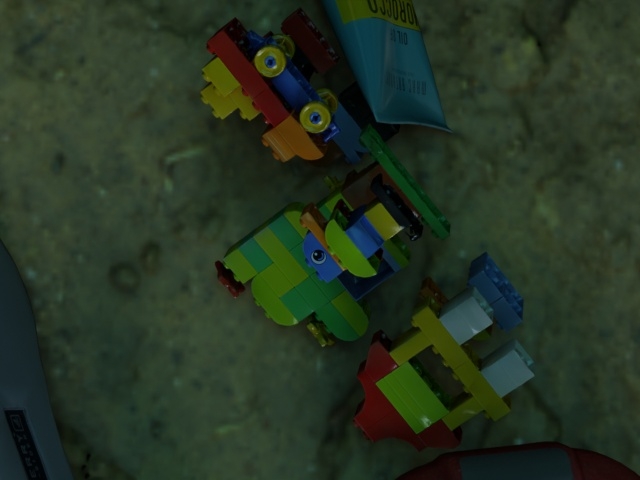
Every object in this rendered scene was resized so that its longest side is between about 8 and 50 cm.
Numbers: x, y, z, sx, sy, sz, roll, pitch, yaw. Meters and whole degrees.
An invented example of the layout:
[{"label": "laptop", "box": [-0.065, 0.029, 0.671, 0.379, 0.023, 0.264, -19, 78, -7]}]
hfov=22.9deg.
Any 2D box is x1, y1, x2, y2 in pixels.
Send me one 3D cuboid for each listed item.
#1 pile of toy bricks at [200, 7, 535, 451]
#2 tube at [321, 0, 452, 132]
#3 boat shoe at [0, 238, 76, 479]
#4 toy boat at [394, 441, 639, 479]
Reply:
[{"label": "pile of toy bricks", "box": [0.000, 0.000, 0.739, 0.105, 0.118, 0.212, -36, 99, 17]}, {"label": "tube", "box": [0.011, -0.149, 0.782, 0.052, 0.080, 0.207, -27, 76, 32]}, {"label": "boat shoe", "box": [-0.170, 0.086, 0.701, 0.084, 0.095, 0.258, -27, 67, 17]}, {"label": "toy boat", "box": [0.098, 0.199, 0.665, 0.151, 0.151, 0.231, -6, 78, -5]}]
